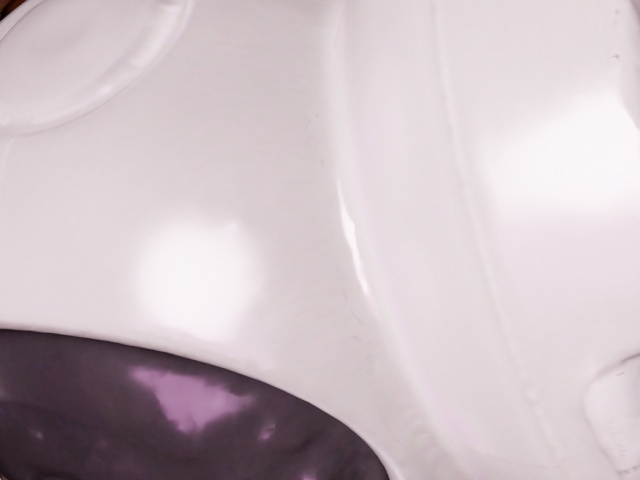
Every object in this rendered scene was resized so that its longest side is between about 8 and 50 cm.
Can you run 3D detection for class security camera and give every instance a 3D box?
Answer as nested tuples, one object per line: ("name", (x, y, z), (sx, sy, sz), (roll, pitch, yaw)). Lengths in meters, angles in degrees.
("security camera", (0.000, 0.000, 0.497), (0.236, 0.194, 0.194), (-13, 108, 21))

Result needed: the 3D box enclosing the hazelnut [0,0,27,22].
("hazelnut", (-0.136, -0.124, 0.489), (0.182, 0.182, 0.182), (4, 112, 10))
